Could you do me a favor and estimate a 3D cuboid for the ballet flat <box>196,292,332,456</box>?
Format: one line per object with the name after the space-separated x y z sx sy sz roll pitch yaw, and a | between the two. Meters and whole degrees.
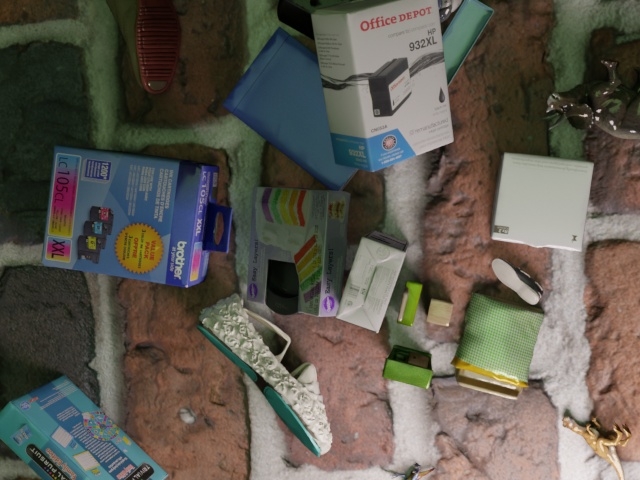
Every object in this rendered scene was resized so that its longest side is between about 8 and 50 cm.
-0.093 0.275 1.877 0.147 0.147 0.409 -44 87 9 | ballet flat

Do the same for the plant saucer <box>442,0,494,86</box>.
0.285 -0.414 1.829 0.067 0.018 0.192 32 98 5 | plant saucer

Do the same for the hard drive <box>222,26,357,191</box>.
-0.024 -0.277 1.872 0.319 0.040 0.210 38 98 5 | hard drive

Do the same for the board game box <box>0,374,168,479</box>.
-0.513 0.457 1.883 0.336 0.254 0.079 43 99 4 | board game box

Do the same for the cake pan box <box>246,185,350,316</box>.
-0.051 0.022 1.815 0.246 0.070 0.266 9 96 49 | cake pan box

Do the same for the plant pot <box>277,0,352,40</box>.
0.017 -0.508 1.788 0.188 0.167 0.187 31 97 7 | plant pot

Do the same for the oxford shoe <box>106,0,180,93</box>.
-0.394 -0.491 1.896 0.130 0.123 0.348 0 95 35 | oxford shoe

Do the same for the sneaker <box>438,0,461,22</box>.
0.188 -0.581 1.780 0.111 0.129 0.297 -25 98 41 | sneaker

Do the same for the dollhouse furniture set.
0.300 0.211 1.797 0.302 0.151 0.197 13 95 7 | dollhouse furniture set

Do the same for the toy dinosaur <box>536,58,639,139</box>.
0.609 -0.271 1.756 0.314 0.121 0.160 17 108 3 | toy dinosaur

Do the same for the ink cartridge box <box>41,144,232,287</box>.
-0.377 -0.051 1.888 0.396 0.151 0.269 8 95 6 | ink cartridge box

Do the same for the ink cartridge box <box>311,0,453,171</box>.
0.126 -0.317 1.709 0.223 0.129 0.307 -22 113 -29 | ink cartridge box

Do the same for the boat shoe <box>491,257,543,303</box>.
0.415 0.079 1.829 0.125 0.038 0.046 41 140 10 | boat shoe

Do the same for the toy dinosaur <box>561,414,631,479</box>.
0.598 0.434 1.821 0.211 0.064 0.112 49 117 12 | toy dinosaur

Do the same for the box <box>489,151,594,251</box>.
0.446 -0.080 1.774 0.181 0.119 0.181 8 95 8 | box

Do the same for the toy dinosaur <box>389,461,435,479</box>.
0.196 0.527 1.890 0.090 0.047 0.082 13 114 -3 | toy dinosaur

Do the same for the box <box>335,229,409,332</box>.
0.109 0.074 1.749 0.087 0.290 0.169 19 94 6 | box
